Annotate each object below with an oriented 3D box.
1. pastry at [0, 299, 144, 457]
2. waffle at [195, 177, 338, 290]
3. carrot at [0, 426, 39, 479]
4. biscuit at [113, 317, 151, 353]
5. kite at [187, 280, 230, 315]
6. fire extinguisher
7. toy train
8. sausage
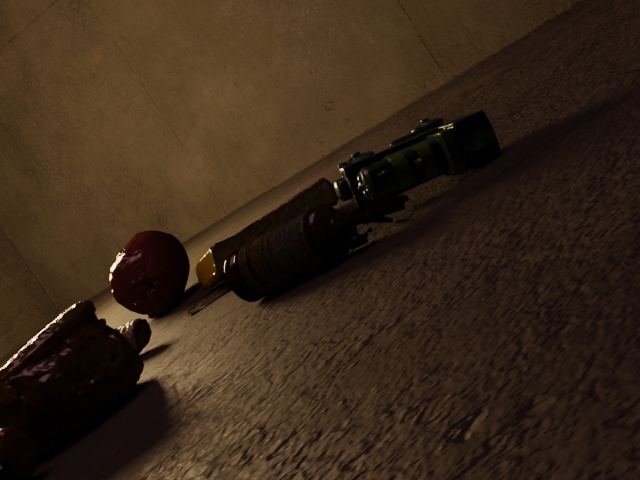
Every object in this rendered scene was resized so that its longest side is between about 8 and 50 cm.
[{"bbox_3d":[-0.341,0.193,1.271,0.235,0.132,0.240,-47,7,-31],"label":"pastry"},{"bbox_3d":[-0.098,-0.010,1.712,0.248,0.055,0.221,-34,1,-17],"label":"waffle"},{"bbox_3d":[-0.387,0.262,1.116,0.173,0.082,0.082,-26,9,25],"label":"carrot"},{"bbox_3d":[-0.344,0.181,1.595,0.219,0.055,0.061,-29,44,37],"label":"biscuit"},{"bbox_3d":[-0.127,0.057,1.659,0.229,0.016,0.127,-34,9,14],"label":"kite"},{"bbox_3d":[-0.005,-0.006,1.273,0.252,0.075,0.106,-29,8,36],"label":"fire extinguisher"},{"bbox_3d":[0.118,-0.102,1.291,0.200,0.083,0.132,-27,5,-13],"label":"toy train"},{"bbox_3d":[-0.334,0.063,1.991,0.152,0.152,0.280,-32,10,4],"label":"sausage"}]
